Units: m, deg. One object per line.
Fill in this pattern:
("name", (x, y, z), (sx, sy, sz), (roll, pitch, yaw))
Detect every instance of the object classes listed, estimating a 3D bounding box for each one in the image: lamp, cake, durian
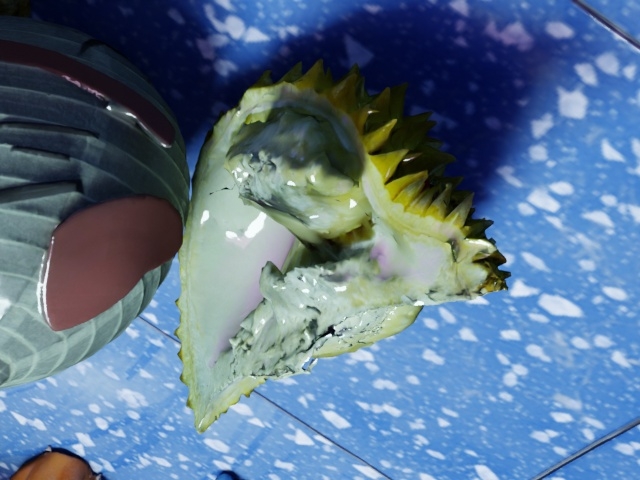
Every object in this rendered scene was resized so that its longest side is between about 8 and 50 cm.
("lamp", (-0.198, -0.017, 0.812), (0.265, 0.233, 0.233), (-8, 134, 8))
("cake", (-0.278, 0.281, 1.364), (0.098, 0.135, 0.287), (30, 163, -10))
("durian", (0.000, 0.000, 0.771), (0.172, 0.166, 0.306), (46, 150, -17))

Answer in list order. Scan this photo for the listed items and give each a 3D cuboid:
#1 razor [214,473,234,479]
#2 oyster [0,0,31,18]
("razor", (0.007, 0.286, 1.216), (0.253, 0.042, 0.082), (35, -176, -7))
("oyster", (-0.228, -0.179, 0.806), (0.148, 0.051, 0.103), (32, 152, -22))
